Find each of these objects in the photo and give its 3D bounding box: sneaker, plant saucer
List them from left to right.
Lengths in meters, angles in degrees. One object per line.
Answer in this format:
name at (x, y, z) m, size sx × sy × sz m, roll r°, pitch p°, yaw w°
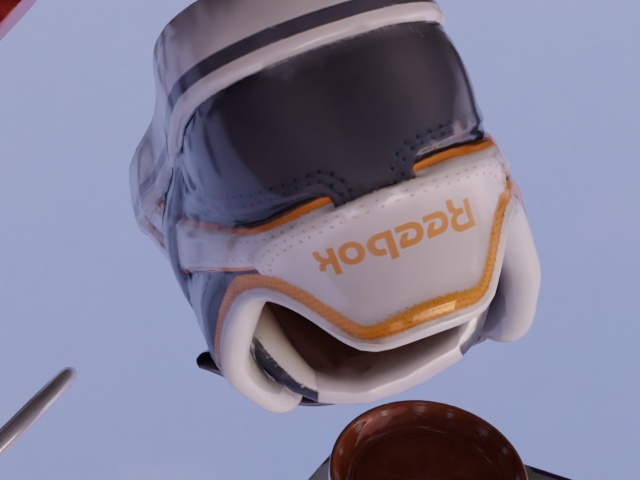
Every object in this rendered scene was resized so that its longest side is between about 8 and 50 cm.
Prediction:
sneaker at (0.000, 0.000, 0.659) m, size 0.126 × 0.127 × 0.321 m, roll -21°, pitch 174°, yaw -3°
plant saucer at (0.044, 0.101, 0.743) m, size 0.083 × 0.013 × 0.083 m, roll 5°, pitch -139°, yaw -5°

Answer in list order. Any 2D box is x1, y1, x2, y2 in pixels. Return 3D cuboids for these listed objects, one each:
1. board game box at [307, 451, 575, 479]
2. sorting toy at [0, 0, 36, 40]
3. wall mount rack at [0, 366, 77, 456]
board game box at (0.044, 0.266, 1.039) m, size 0.144 × 0.275 × 0.142 m, roll 17°, pitch -160°, yaw 14°
sorting toy at (-0.351, -0.127, 1.305) m, size 0.365 × 0.126 × 0.127 m, roll -48°, pitch -172°, yaw -24°
wall mount rack at (-0.309, 0.164, 1.069) m, size 0.350 × 0.130 × 0.304 m, roll -46°, pitch -178°, yaw -10°
